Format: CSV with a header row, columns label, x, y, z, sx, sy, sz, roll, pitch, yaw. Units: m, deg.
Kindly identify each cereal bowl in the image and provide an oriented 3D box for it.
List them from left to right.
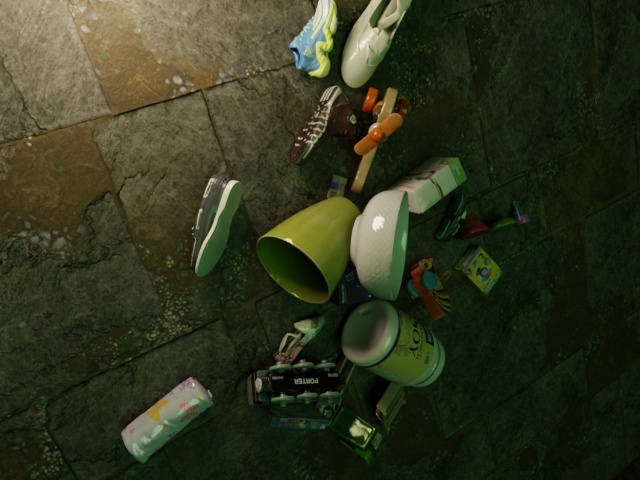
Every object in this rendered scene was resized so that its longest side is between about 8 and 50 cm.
label,x,y,z,sx,sy,sz,roll,pitch,yaw
cereal bowl,0.179,0.010,1.465,0.141,0.339,0.338,6,101,17

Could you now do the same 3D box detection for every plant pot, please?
label,x,y,z,sx,sy,sz,roll,pitch,yaw
plant pot,0.000,0.000,1.503,0.293,0.275,0.274,-48,119,-31

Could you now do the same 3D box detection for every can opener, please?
label,x,y,z,sx,sy,sz,roll,pitch,yaw
can opener,0.060,0.538,1.752,0.076,0.095,0.283,25,83,15

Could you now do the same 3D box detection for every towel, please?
label,x,y,z,sx,sy,sz,roll,pitch,yaw
towel,0.058,-0.175,1.619,0.060,0.009,0.083,13,95,-28

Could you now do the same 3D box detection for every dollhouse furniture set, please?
label,x,y,z,sx,sy,sz,roll,pitch,yaw
dollhouse furniture set,0.189,0.656,1.825,0.301,0.151,0.197,-50,147,-27

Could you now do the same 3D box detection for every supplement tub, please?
label,x,y,z,sx,sy,sz,roll,pitch,yaw
supplement tub,0.262,0.373,1.704,0.331,0.241,0.240,33,85,-33

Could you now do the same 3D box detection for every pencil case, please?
label,x,y,z,sx,sy,sz,roll,pitch,yaw
pencil case,-0.460,0.541,1.455,0.273,0.113,0.124,-39,125,-14

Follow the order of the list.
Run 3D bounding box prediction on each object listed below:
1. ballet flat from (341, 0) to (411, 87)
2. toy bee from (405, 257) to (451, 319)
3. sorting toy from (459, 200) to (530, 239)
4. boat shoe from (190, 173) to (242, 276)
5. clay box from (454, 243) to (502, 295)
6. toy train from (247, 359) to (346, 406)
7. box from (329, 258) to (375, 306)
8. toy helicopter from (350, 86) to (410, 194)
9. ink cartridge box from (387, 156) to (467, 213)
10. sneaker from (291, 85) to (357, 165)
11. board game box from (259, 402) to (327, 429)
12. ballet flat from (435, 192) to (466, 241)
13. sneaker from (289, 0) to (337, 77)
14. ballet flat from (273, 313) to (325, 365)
label,x,y,z,sx,sy,sz,roll,pitch,yaw
ballet flat,0.190,-0.674,1.510,0.139,0.139,0.399,28,88,-29
toy bee,0.398,0.133,1.775,0.162,0.195,0.298,-30,104,-45
sorting toy,0.685,-0.098,1.920,0.366,0.127,0.126,-12,76,-27
boat shoe,-0.323,-0.045,1.412,0.302,0.091,0.114,-67,163,-1
clay box,0.657,0.128,1.962,0.222,0.053,0.127,40,83,-27
toy train,-0.083,0.482,1.596,0.334,0.190,0.142,8,62,-34
box,0.125,0.125,1.662,0.207,0.108,0.153,-11,106,-25
toy helicopter,0.174,-0.311,1.538,0.140,0.235,0.354,18,109,-4
ink cartridge box,0.372,-0.198,1.686,0.219,0.160,0.092,-36,113,-16
sneaker,0.034,-0.332,1.522,0.163,0.106,0.281,31,86,-32
board game box,-0.094,0.591,1.637,0.201,0.136,0.035,15,95,-29
ballet flat,0.511,-0.082,1.835,0.074,0.074,0.203,24,96,-29
sneaker,-0.024,-0.617,1.436,0.126,0.091,0.239,-2,103,-26
ballet flat,-0.076,0.328,1.627,0.079,0.077,0.221,41,86,-24
